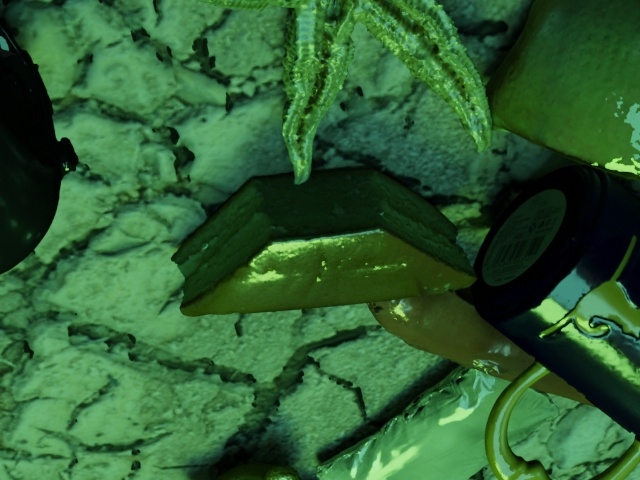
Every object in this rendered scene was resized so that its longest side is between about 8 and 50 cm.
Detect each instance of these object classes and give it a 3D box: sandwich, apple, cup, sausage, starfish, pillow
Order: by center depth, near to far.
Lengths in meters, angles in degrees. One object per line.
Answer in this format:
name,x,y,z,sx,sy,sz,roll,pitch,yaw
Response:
starfish,0.006,-0.188,1.271,0.347,0.078,0.358,10,135,-20
apple,0.281,-0.134,1.337,0.265,0.120,0.193,13,112,-10
sandwich,0.000,0.000,1.421,0.258,0.094,0.096,-7,133,-4
cup,0.250,0.099,1.435,0.256,0.255,0.178,36,160,-19
sausage,0.172,0.089,1.541,0.327,0.079,0.087,20,161,-25
pillow,0.114,0.199,1.646,0.229,0.051,0.128,-38,124,23

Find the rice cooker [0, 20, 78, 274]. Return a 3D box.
rice cooker,-0.316,-0.071,1.200,0.224,0.267,0.267,-27,130,8

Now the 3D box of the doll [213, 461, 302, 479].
doll,-0.042,0.297,1.672,0.137,0.097,0.209,-22,137,13
